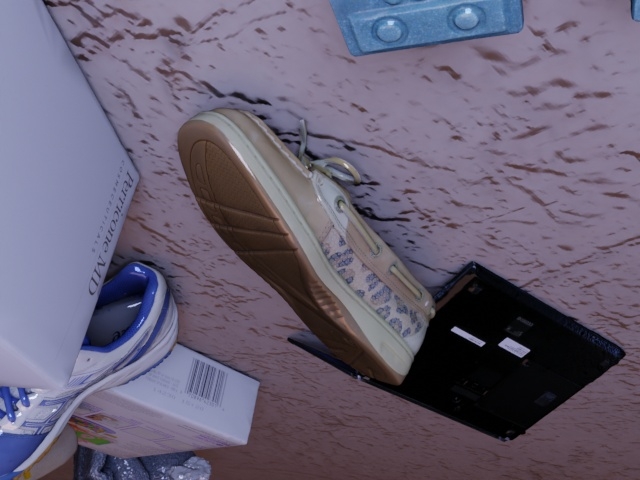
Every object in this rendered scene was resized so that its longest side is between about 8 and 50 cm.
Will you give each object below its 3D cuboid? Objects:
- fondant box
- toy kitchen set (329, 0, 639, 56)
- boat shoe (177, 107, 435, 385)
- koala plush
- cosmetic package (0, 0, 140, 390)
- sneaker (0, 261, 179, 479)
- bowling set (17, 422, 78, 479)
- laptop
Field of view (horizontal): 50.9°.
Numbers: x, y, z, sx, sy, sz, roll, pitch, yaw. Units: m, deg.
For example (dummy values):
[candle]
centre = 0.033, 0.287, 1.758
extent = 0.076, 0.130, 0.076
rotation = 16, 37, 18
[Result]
[fondant box]
centre = -0.286, 0.226, 0.960
extent = 0.330, 0.096, 0.238
rotation = -22, 137, 40
[toy kitchen set]
centre = 0.061, -0.148, 0.218
extent = 0.166, 0.122, 0.207
rotation = -2, 147, 20
[boat shoe]
centre = 0.000, 0.000, 0.519
extent = 0.104, 0.089, 0.285
rotation = 15, 149, 46
[koala plush]
centre = -0.321, 0.417, 1.216
extent = 0.221, 0.203, 0.196
rotation = 13, 151, -28
[cosmetic package]
centre = -0.251, -0.074, 0.363
extent = 0.155, 0.197, 0.365
rotation = 3, 150, 10
[sneaker]
centre = -0.270, 0.121, 0.644
extent = 0.112, 0.296, 0.131
rotation = 39, 148, 18
[bowling set]
centre = -0.401, 0.144, 0.760
extent = 0.287, 0.154, 0.200
rotation = 38, 126, 15
[laptop]
centre = 0.137, 0.118, 0.739
extent = 0.234, 0.136, 0.264
rotation = 27, 119, -27
